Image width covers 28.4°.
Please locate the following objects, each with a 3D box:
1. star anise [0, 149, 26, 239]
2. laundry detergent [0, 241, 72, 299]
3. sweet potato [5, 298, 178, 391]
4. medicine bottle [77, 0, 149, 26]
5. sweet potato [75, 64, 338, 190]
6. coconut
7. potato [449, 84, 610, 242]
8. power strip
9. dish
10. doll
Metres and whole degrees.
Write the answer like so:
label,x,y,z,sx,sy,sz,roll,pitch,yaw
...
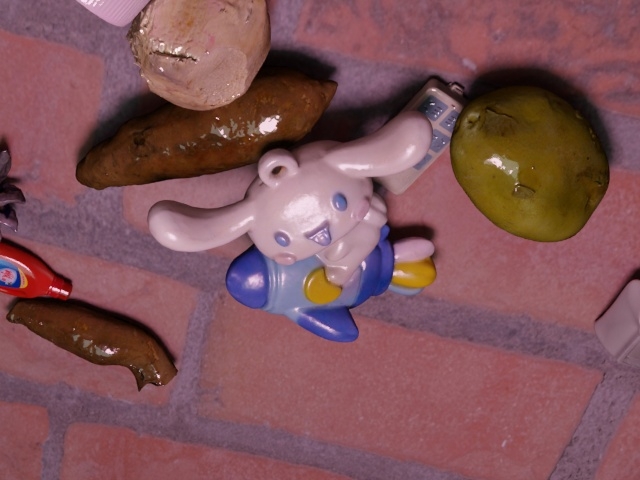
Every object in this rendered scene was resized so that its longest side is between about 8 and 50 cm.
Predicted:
label,x,y,z,sx,sy,sz,roll,pitch,yaw
star anise,-0.515,-0.071,1.852,0.180,0.061,0.204,14,128,-3
laundry detergent,-0.466,0.055,1.953,0.165,0.049,0.097,24,134,-13
sweet potato,-0.361,0.162,2.001,0.286,0.085,0.112,19,132,-7
medicine bottle,-0.194,-0.394,1.449,0.165,0.165,0.273,38,103,-21
sweet potato,-0.174,-0.141,1.715,0.422,0.130,0.130,-18,124,20
coconut,-0.149,-0.268,1.585,0.194,0.194,0.194,3,128,4
potato,0.281,-0.099,1.669,0.253,0.148,0.186,22,116,-33
power strip,0.130,-0.142,1.735,0.081,0.035,0.192,31,125,-19
dish,0.524,0.149,1.865,0.212,0.077,0.151,16,144,-6
doll,-0.001,0.007,1.737,0.376,0.187,0.365,-7,141,16
